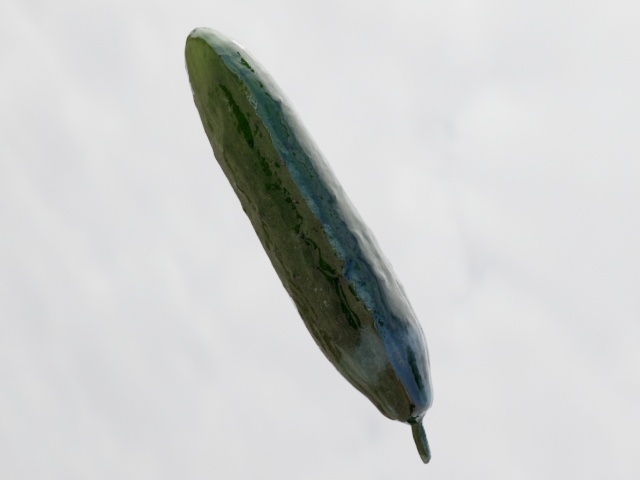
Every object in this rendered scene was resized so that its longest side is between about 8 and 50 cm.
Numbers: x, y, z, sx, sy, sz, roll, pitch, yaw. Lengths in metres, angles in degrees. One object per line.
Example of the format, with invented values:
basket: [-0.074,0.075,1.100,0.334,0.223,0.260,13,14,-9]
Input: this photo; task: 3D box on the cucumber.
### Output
cucumber: [0.000,0.000,0.848,0.250,0.056,0.056,60,-23,-1]
